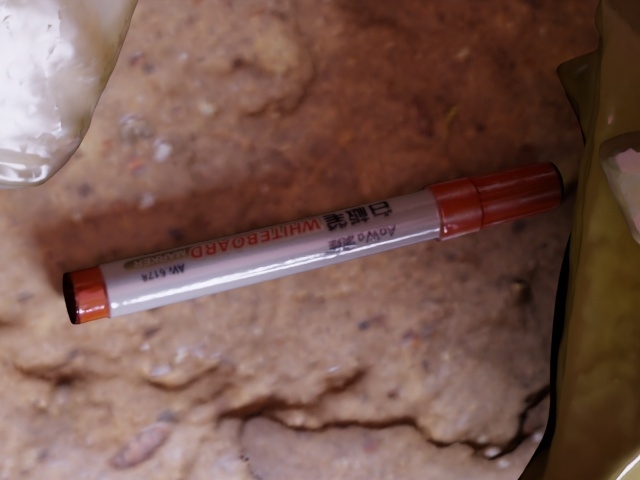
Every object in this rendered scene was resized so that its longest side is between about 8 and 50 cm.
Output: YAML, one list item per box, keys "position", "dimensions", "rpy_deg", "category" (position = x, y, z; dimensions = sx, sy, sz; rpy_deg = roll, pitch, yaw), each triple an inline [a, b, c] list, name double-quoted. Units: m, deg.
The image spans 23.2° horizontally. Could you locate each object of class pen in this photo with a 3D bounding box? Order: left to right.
- position: [0.000, 0.000, 0.720]
  dimensions: [0.239, 0.028, 0.028]
  rpy_deg: [-13, 102, -14]
  category: "pen"

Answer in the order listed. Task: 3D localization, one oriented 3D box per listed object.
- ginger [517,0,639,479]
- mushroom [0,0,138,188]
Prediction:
- position: [0.235, 0.088, 0.653]
  dimensions: [0.413, 0.211, 0.358]
  rpy_deg: [36, 69, -11]
  category: "ginger"
- position: [-0.141, -0.232, 0.568]
  dimensions: [0.314, 0.224, 0.397]
  rpy_deg: [-33, 114, -24]
  category: "mushroom"
